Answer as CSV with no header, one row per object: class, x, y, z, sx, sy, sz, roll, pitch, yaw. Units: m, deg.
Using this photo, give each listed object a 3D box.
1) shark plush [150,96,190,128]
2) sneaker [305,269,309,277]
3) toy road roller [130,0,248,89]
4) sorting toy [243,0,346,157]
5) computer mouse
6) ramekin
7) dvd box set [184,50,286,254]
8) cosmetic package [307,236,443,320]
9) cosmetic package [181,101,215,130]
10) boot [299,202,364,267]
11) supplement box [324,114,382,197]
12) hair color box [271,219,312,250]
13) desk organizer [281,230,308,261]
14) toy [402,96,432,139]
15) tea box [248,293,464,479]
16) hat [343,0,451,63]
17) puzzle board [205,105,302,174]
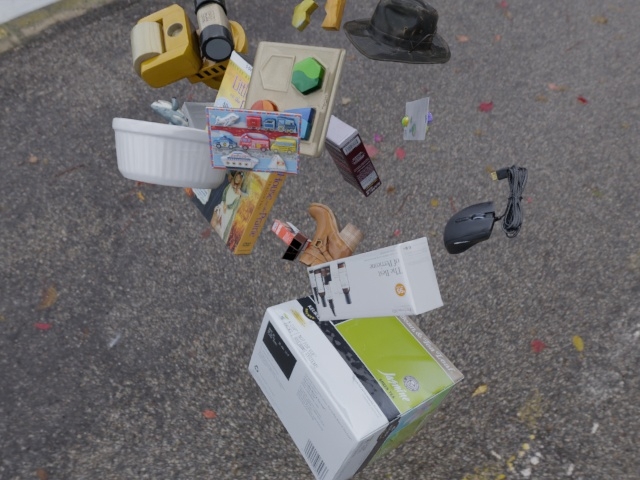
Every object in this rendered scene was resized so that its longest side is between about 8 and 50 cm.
shark plush,-0.430,-0.346,1.318,0.067,0.073,0.161,-37,112,-20
sneaker,0.040,0.142,1.729,0.191,0.064,0.086,-1,45,-33
toy road roller,-0.379,-0.562,1.352,0.329,0.241,0.203,-17,66,6
sorting toy,-0.058,-0.337,0.890,0.228,0.041,0.308,18,98,29
computer mouse,0.357,-0.075,1.009,0.060,0.262,0.184,22,72,-12
ramekin,-0.336,-0.197,1.024,0.272,0.273,0.127,9,100,6
dvd box set,-0.201,-0.218,1.136,0.062,0.421,0.308,-4,42,-47
cosmetic package,0.071,0.068,0.684,0.060,0.239,0.099,-13,86,-34
cosmetic package,-0.376,-0.339,1.486,0.127,0.107,0.238,-11,74,-38
boot,0.000,0.000,1.625,0.283,0.109,0.220,38,83,31
supplement box,0.090,-0.252,1.348,0.073,0.239,0.130,-41,49,-5
hair color box,-0.124,-0.022,1.896,0.167,0.093,0.054,38,108,38
desk organizer,-0.099,0.030,1.695,0.047,0.130,0.050,36,39,4
toy,0.350,-0.420,1.554,0.056,0.237,0.137,1,103,-10
tea box,0.069,0.293,0.991,0.323,0.220,0.329,-12,46,-36
hat,0.236,-0.626,1.266,0.330,0.134,0.332,7,48,-8
puzzle board,-0.092,-0.136,0.618,0.128,0.097,0.011,4,42,-2
